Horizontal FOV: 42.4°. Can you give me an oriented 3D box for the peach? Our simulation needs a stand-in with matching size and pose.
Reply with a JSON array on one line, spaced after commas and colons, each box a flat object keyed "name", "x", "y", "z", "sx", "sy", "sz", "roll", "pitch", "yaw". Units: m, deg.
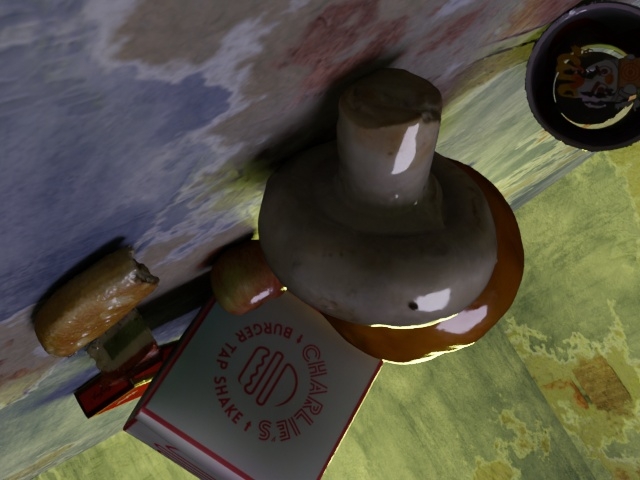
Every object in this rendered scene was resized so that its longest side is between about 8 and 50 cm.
[{"name": "peach", "x": 0.138, "y": 0.019, "z": 1.288, "sx": 0.343, "sy": 0.301, "sz": 0.343, "roll": -45, "pitch": -172, "yaw": 8}]

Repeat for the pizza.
[{"name": "pizza", "x": -0.279, "y": 0.078, "z": 1.021, "sx": 0.134, "sy": 0.056, "sz": 0.271, "roll": -22, "pitch": 166, "yaw": -34}]

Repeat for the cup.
[{"name": "cup", "x": 0.408, "y": -0.233, "z": 1.220, "sx": 0.203, "sy": 0.203, "sz": 0.288, "roll": -34, "pitch": 176, "yaw": 18}]

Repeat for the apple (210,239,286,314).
[{"name": "apple", "x": -0.111, "y": 0.055, "z": 1.291, "sx": 0.126, "sy": 0.102, "sz": 0.126, "roll": -27, "pitch": 175, "yaw": -2}]

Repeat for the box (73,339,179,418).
[{"name": "box", "x": -0.394, "y": 0.294, "z": 1.782, "sx": 0.153, "sy": 0.074, "sz": 0.240, "roll": -30, "pitch": 173, "yaw": 23}]

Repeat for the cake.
[{"name": "cake", "x": -0.319, "y": 0.175, "z": 1.313, "sx": 0.116, "sy": 0.086, "sz": 0.220, "roll": -31, "pitch": 172, "yaw": -13}]

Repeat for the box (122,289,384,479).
[{"name": "box", "x": -0.128, "y": 0.270, "z": 1.450, "sx": 0.314, "sy": 0.312, "sz": 0.300, "roll": -58, "pitch": -172, "yaw": -26}]

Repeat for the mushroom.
[{"name": "mushroom", "x": 0.080, "y": -0.058, "z": 0.958, "sx": 0.292, "sy": 0.292, "sz": 0.290, "roll": -24, "pitch": 140, "yaw": -36}]
